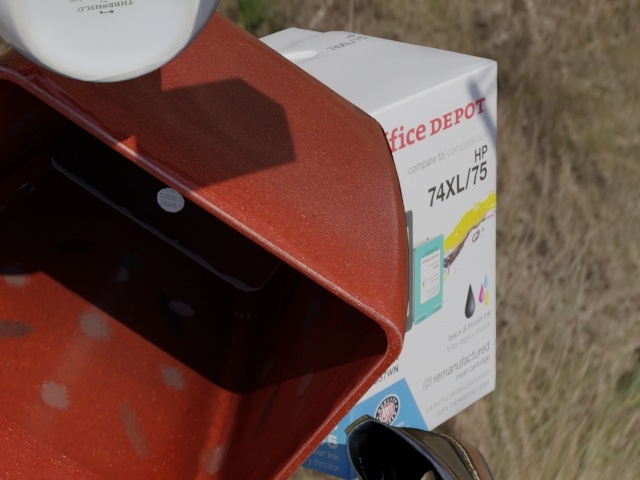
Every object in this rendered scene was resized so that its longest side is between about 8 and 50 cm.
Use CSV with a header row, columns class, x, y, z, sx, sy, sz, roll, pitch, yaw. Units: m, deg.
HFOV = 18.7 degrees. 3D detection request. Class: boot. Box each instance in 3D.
class,x,y,z,sx,sy,sz,roll,pitch,yaw
boot,0.085,0.200,1.238,0.082,0.106,0.219,-47,44,15

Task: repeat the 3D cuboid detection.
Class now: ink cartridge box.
class,x,y,z,sx,sy,sz,roll,pitch,yaw
ink cartridge box,0.000,0.000,1.450,0.197,0.270,0.198,14,26,35

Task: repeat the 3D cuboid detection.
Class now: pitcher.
class,x,y,z,sx,sy,sz,roll,pitch,yaw
pitcher,-0.137,-0.163,0.942,0.178,0.125,0.207,-10,40,-4

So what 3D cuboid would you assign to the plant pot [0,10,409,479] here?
class,x,y,z,sx,sy,sz,roll,pitch,yaw
plant pot,-0.098,0.000,1.181,0.267,0.267,0.235,34,36,-7
